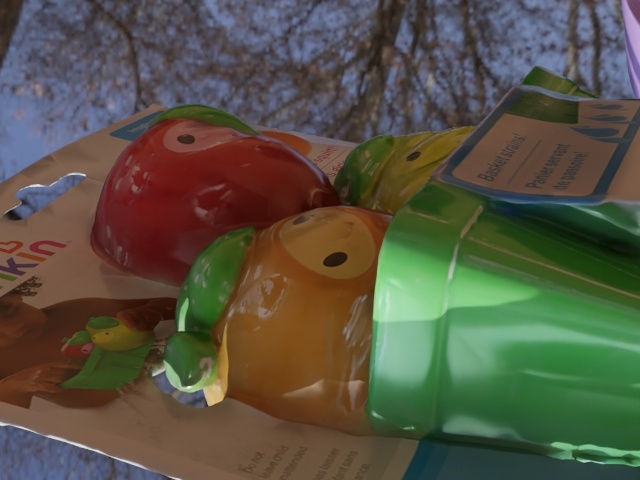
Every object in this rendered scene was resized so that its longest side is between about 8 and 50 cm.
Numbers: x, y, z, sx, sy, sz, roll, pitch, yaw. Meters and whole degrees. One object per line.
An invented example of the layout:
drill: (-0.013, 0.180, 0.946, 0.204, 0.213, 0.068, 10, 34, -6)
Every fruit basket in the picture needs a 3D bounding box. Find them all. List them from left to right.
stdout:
fruit basket: (0.000, 0.000, 0.493, 0.353, 0.165, 0.327, 18, -152, 17)

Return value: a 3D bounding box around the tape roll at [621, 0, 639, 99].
tape roll: (0.342, -0.161, 0.740, 0.275, 0.090, 0.274, -10, -127, 13)
